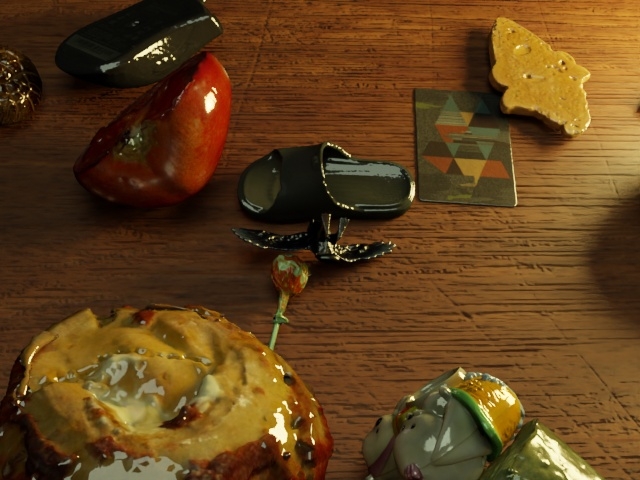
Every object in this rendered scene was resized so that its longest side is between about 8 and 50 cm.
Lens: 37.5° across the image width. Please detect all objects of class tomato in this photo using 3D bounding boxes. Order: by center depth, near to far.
[{"bbox_3d":[-0.194,-0.125,1.219,0.233,0.139,0.200,-32,24,18],"label":"tomato"}]

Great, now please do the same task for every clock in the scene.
[{"bbox_3d":[0.120,0.210,0.989,0.144,0.231,0.103,-30,83,-22],"label":"clock"}]

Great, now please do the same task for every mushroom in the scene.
[{"bbox_3d":[-0.444,-0.215,1.301,0.109,0.085,0.126,1,62,-6],"label":"mushroom"}]

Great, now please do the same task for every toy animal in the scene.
[{"bbox_3d":[0.000,0.000,1.199,0.220,0.108,0.062,6,86,-19],"label":"toy animal"}]

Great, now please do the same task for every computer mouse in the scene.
[{"bbox_3d":[-0.256,-0.281,1.363,0.264,0.088,0.147,-37,48,-25],"label":"computer mouse"}]

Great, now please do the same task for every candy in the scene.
[{"bbox_3d":[-0.052,0.099,1.158,0.055,0.049,0.184,35,55,-36],"label":"candy"}]

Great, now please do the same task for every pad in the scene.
[{"bbox_3d":[0.207,-0.138,1.361,0.143,0.003,0.211,3,57,-3],"label":"pad"}]

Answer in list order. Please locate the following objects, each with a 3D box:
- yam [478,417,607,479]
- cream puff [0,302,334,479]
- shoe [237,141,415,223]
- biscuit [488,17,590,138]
[{"bbox_3d":[0.258,0.341,0.939,0.195,0.195,0.300,-37,67,-26],"label":"yam"},{"bbox_3d":[-0.164,0.226,0.949,0.350,0.228,0.350,6,32,-4],"label":"cream puff"},{"bbox_3d":[0.011,-0.088,1.257,0.241,0.093,0.108,1,58,-7],"label":"shoe"},{"bbox_3d":[0.325,-0.247,1.425,0.162,0.035,0.250,-12,59,-19],"label":"biscuit"}]
